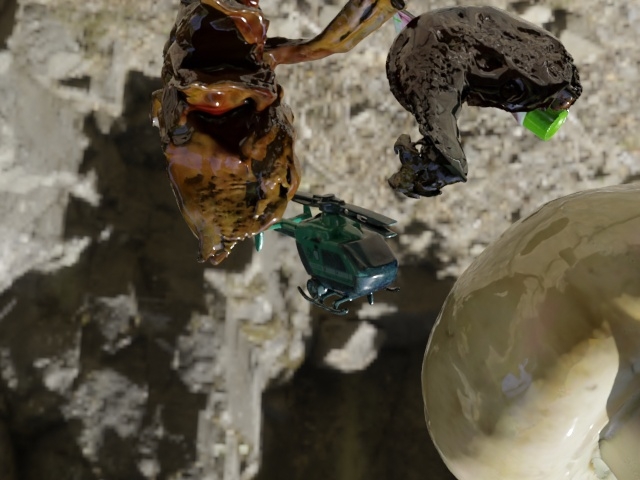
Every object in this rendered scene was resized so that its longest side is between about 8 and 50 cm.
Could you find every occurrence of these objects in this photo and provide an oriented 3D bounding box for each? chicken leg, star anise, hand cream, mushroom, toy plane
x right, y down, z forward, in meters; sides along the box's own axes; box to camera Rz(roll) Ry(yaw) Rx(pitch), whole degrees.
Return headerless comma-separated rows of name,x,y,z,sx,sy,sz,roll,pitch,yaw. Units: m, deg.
chicken leg,0.089,-0.093,0.708,0.106,0.253,0.051,38,126,10
star anise,-0.045,-0.120,0.883,0.148,0.238,0.346,8,152,-29
hand cream,0.203,-0.226,1.552,0.275,0.050,0.079,38,147,19
mushroom,0.260,0.134,1.060,0.325,0.353,0.353,-7,157,17
toy plane,0.000,0.000,1.018,0.060,0.096,0.235,-21,-158,-27
